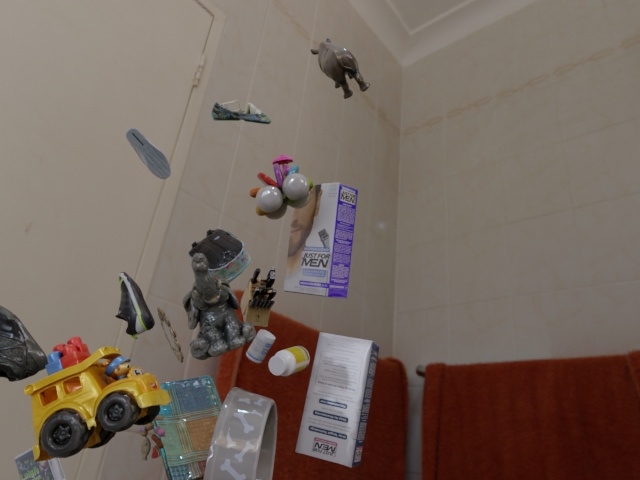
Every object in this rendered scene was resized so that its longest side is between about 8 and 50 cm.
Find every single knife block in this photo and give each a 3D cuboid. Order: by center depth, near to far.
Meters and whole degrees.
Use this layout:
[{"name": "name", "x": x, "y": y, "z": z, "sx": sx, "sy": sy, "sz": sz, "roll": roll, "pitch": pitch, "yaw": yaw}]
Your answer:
[{"name": "knife block", "x": -0.230, "y": 0.186, "z": 1.761, "sx": 0.088, "sy": 0.242, "sz": 0.276, "roll": 9, "pitch": 12, "yaw": -16}]

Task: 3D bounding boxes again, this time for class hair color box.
[{"name": "hair color box", "x": 0.056, "y": 0.463, "z": 1.390, "sx": 0.173, "sy": 0.347, "sz": 0.105, "roll": 5, "pitch": -19, "yaw": 22}, {"name": "hair color box", "x": 0.000, "y": 0.000, "z": 1.449, "sx": 0.185, "sy": 0.339, "sz": 0.110, "roll": 1, "pitch": -8, "yaw": 41}]

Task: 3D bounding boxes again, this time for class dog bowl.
[{"name": "dog bowl", "x": -0.174, "y": 0.522, "z": 1.082, "sx": 0.102, "sy": 0.349, "sz": 0.349, "roll": 4, "pitch": -26, "yaw": 3}]

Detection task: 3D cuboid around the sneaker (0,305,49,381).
[{"name": "sneaker", "x": -0.843, "y": 0.278, "z": 1.240, "sx": 0.227, "sy": 0.130, "sz": 0.087, "roll": 50, "pitch": -44, "yaw": 6}]

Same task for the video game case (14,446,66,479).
[{"name": "video game case", "x": -0.847, "y": 0.712, "z": 1.423, "sx": 0.190, "sy": 0.173, "sz": 0.022, "roll": -32, "pitch": -13, "yaw": 24}]

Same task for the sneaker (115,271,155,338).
[{"name": "sneaker", "x": -0.610, "y": 0.202, "z": 1.478, "sx": 0.097, "sy": 0.235, "sz": 0.084, "roll": -30, "pitch": -29, "yaw": -12}]

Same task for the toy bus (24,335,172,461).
[{"name": "toy bus", "x": -0.422, "y": 0.271, "z": 0.880, "sx": 0.220, "sy": 0.212, "sz": 0.149, "roll": -23, "pitch": -16, "yaw": -5}]

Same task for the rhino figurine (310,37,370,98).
[{"name": "rhino figurine", "x": 0.035, "y": -0.414, "z": 1.094, "sx": 0.073, "sy": 0.243, "sz": 0.106, "roll": -36, "pitch": -57, "yaw": 8}]

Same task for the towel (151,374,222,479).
[{"name": "towel", "x": -0.438, "y": 0.634, "z": 1.610, "sx": 0.271, "sy": 0.370, "sz": 0.040, "roll": 4, "pitch": -53, "yaw": -40}]

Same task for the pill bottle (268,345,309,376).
[{"name": "pill bottle", "x": -0.080, "y": 0.304, "z": 1.178, "sx": 0.065, "sy": 0.065, "sz": 0.116, "roll": -7, "pitch": -7, "yaw": 25}]

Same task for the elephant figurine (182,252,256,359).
[{"name": "elephant figurine", "x": -0.265, "y": 0.159, "z": 1.163, "sx": 0.186, "sy": 0.240, "sz": 0.169, "roll": -24, "pitch": -6, "yaw": 31}]

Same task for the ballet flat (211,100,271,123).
[{"name": "ballet flat", "x": -0.239, "y": -0.396, "z": 1.444, "sx": 0.188, "sy": 0.070, "sz": 0.070, "roll": -3, "pitch": -21, "yaw": -24}]

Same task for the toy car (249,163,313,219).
[{"name": "toy car", "x": -0.115, "y": -0.149, "z": 1.332, "sx": 0.182, "sy": 0.136, "sz": 0.159, "roll": -26, "pitch": -9, "yaw": -3}]

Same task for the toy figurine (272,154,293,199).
[{"name": "toy figurine", "x": -0.133, "y": -0.239, "z": 1.767, "sx": 0.130, "sy": 0.173, "sz": 0.159, "roll": -15, "pitch": -52, "yaw": -15}]

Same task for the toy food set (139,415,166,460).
[{"name": "toy food set", "x": -0.459, "y": 0.544, "z": 1.283, "sx": 0.077, "sy": 0.122, "sz": 0.019, "roll": -1, "pitch": -1, "yaw": 10}]

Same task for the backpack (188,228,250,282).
[{"name": "backpack", "x": -0.445, "y": 0.083, "z": 2.133, "sx": 0.253, "sy": 0.225, "sz": 0.191, "roll": 22, "pitch": -36, "yaw": 43}]

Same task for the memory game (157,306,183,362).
[{"name": "memory game", "x": -0.459, "y": 0.290, "z": 1.438, "sx": 0.012, "sy": 0.186, "sz": 0.186, "roll": -23, "pitch": -13, "yaw": -28}]

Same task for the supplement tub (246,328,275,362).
[{"name": "supplement tub", "x": -0.222, "y": 0.392, "z": 1.735, "sx": 0.071, "sy": 0.107, "sz": 0.071, "roll": 30, "pitch": 4, "yaw": -3}]

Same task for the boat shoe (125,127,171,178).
[{"name": "boat shoe", "x": -0.662, "y": -0.338, "z": 1.816, "sx": 0.226, "sy": 0.083, "sz": 0.075, "roll": 58, "pitch": -16, "yaw": -18}]
